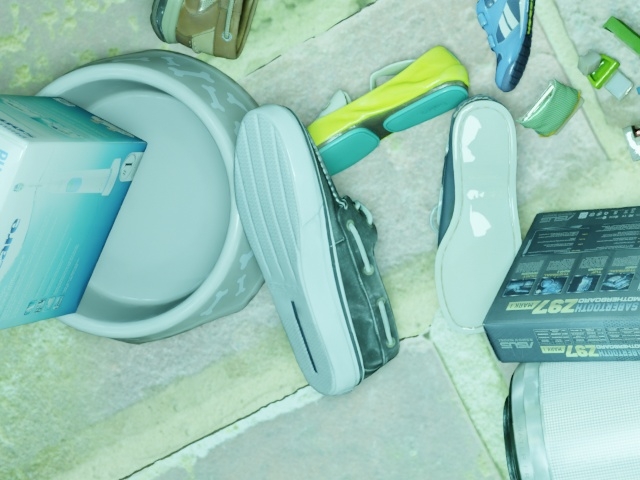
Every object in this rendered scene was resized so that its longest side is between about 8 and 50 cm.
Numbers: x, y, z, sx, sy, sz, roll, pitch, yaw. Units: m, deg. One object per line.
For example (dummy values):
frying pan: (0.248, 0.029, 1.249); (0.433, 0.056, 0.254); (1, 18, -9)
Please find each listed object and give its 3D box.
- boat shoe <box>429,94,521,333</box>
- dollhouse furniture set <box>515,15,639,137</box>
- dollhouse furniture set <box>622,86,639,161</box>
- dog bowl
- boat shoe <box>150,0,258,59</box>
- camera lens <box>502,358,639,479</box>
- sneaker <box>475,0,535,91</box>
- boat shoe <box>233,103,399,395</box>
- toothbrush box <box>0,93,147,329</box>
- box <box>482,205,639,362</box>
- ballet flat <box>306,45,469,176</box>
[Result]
boat shoe: (0.165, -0.029, 1.816); (0.095, 0.079, 0.255); (-3, 102, 1)
dollhouse furniture set: (0.283, -0.156, 1.771); (0.058, 0.076, 0.152); (47, 107, 25)
dollhouse furniture set: (0.385, -0.170, 1.716); (0.183, 0.129, 0.129); (-19, 88, 17)
dog bowl: (-0.215, -0.046, 1.919); (0.348, 0.102, 0.349); (1, 95, 16)
boat shoe: (-0.073, -0.349, 1.856); (0.120, 0.122, 0.324); (27, 109, 8)
camera lens: (0.334, 0.202, 1.711); (0.274, 0.219, 0.219); (-12, 90, 17)
sneaker: (0.196, -0.230, 1.810); (0.059, 0.053, 0.144); (5, 87, 15)
boat shoe: (0.000, 0.000, 1.827); (0.121, 0.119, 0.335); (16, 126, 51)
toothbrush box: (-0.323, -0.030, 1.746); (0.126, 0.295, 0.216); (27, 102, 13)
box: (0.300, 0.042, 1.703); (0.232, 0.183, 0.059); (-5, 126, 33)
ballet flat: (0.054, -0.141, 1.855); (0.231, 0.077, 0.077); (-28, 65, 14)
